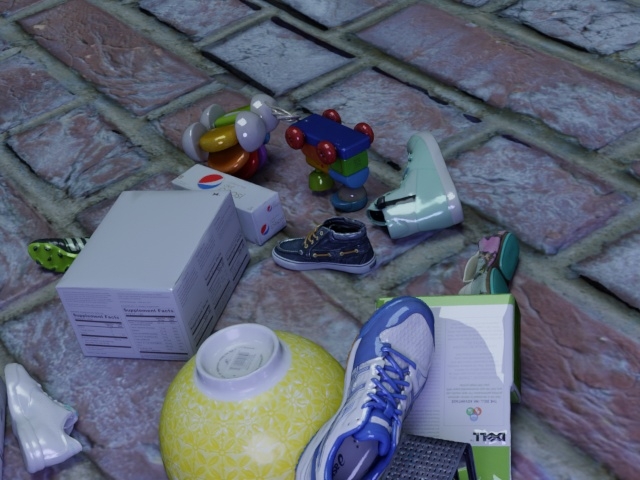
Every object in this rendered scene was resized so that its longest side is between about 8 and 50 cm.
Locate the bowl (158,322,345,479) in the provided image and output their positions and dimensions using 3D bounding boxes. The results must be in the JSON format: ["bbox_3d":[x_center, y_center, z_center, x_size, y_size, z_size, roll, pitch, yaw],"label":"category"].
[{"bbox_3d":[-0.094,0.206,1.610,0.289,0.156,0.289,-9,34,6],"label":"bowl"}]

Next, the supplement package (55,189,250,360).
[{"bbox_3d":[-0.261,0.050,1.900,0.204,0.145,0.262,0,36,20],"label":"supplement package"}]

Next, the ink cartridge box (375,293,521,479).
[{"bbox_3d":[0.169,0.206,1.585,0.189,0.097,0.255,-2,70,16],"label":"ink cartridge box"}]

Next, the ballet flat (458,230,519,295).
[{"bbox_3d":[0.249,0.061,1.778,0.079,0.077,0.221,-20,25,25],"label":"ballet flat"}]

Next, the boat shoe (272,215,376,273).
[{"bbox_3d":[0.000,0.000,1.931,0.183,0.083,0.065,4,38,24],"label":"boat shoe"}]

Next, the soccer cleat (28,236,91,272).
[{"bbox_3d":[-0.424,0.020,2.085,0.179,0.060,0.072,4,28,14],"label":"soccer cleat"}]

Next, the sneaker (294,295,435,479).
[{"bbox_3d":[0.076,0.211,1.472,0.296,0.112,0.131,-66,14,-5],"label":"sneaker"}]

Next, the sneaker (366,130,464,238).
[{"bbox_3d":[0.140,-0.097,2.012,0.151,0.094,0.256,-17,33,2],"label":"sneaker"}]

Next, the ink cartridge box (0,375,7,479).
[{"bbox_3d":[-0.534,0.240,1.671,0.117,0.207,0.283,-17,34,-2],"label":"ink cartridge box"}]

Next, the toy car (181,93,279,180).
[{"bbox_3d":[-0.152,-0.181,2.194,0.159,0.136,0.182,-10,26,26],"label":"toy car"}]

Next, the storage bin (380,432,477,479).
[{"bbox_3d":[0.117,0.328,1.389,0.084,0.122,0.180,4,38,24],"label":"storage bin"}]

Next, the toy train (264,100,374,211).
[{"bbox_3d":[-0.009,-0.153,2.100,0.105,0.143,0.248,-28,37,-30],"label":"toy train"}]

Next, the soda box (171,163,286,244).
[{"bbox_3d":[-0.163,-0.066,2.091,0.216,0.074,0.069,20,47,40],"label":"soda box"}]

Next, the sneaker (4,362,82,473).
[{"bbox_3d":[-0.405,0.253,1.739,0.094,0.080,0.212,-13,39,-20],"label":"sneaker"}]
